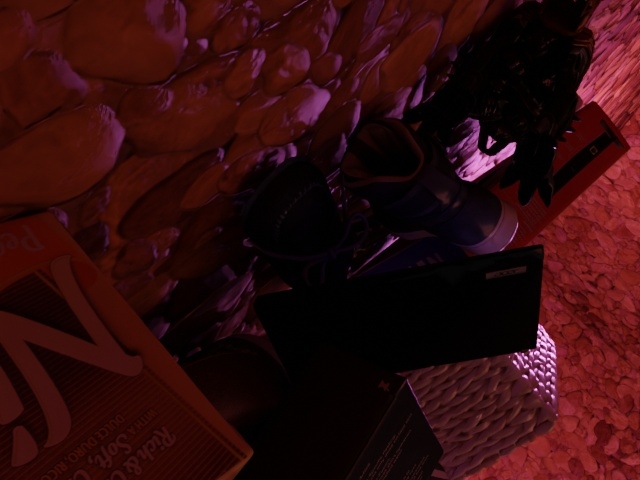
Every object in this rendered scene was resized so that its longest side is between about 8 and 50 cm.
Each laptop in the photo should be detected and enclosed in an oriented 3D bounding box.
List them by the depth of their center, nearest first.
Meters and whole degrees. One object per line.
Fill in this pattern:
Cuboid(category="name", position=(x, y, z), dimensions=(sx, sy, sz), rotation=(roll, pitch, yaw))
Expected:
Cuboid(category="laptop", position=(0.078, 0.055, 0.669), dimensions=(0.234, 0.136, 0.264), rotation=(-10, -166, 7))

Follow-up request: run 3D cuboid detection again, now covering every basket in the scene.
Cuboid(category="basket", position=(0.195, 0.213, 1.155), dimensions=(0.328, 0.266, 0.331), rotation=(-40, 180, 22))

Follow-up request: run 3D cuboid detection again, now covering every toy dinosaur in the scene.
Cuboid(category="toy dinosaur", position=(0.207, -0.178, 0.706), dimensions=(0.218, 0.164, 0.322), rotation=(-55, 149, -21))

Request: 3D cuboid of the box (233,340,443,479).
Cuboid(category="box", position=(0.018, 0.199, 0.590), dimensions=(0.156, 0.093, 0.158), rotation=(-53, 142, -22))

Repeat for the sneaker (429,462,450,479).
Cuboid(category="sneaker", position=(0.000, 0.362, 0.782), dimensions=(0.447, 0.257, 0.169), rotation=(-13, 157, -44))

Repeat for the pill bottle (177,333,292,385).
Cuboid(category="pill bottle", position=(-0.109, 0.202, 0.736), dimensions=(0.301, 0.169, 0.169), rotation=(-25, 154, -49))

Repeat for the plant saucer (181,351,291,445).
Cuboid(category="plant saucer", position=(-0.098, 0.251, 0.579), dimensions=(0.310, 0.050, 0.310), rotation=(-29, 128, -46))

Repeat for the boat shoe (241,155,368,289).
Cuboid(category="boat shoe", position=(0.000, 0.000, 0.648), dimensions=(0.109, 0.089, 0.258), rotation=(-44, 164, -3))

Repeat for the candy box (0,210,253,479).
Cuboid(category="candy box", position=(-0.198, 0.107, 0.259), dimensions=(0.316, 0.183, 0.087), rotation=(-22, 153, -53))

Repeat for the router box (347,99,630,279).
Cuboid(category="router box", position=(0.215, -0.025, 0.958), dimensions=(0.301, 0.082, 0.335), rotation=(-37, 179, -25))

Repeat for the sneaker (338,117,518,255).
Cuboid(category="sneaker", position=(0.076, -0.062, 0.709), dimensions=(0.086, 0.163, 0.226), rotation=(-64, -155, -4))

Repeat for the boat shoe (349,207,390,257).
Cuboid(category="boat shoe", position=(0.043, 0.000, 0.843), dimensions=(0.125, 0.038, 0.046), rotation=(-30, 158, -41))

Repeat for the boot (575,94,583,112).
Cuboid(category="boot", position=(0.375, -0.187, 1.138), dimensions=(0.190, 0.069, 0.086), rotation=(-32, 156, -44))
